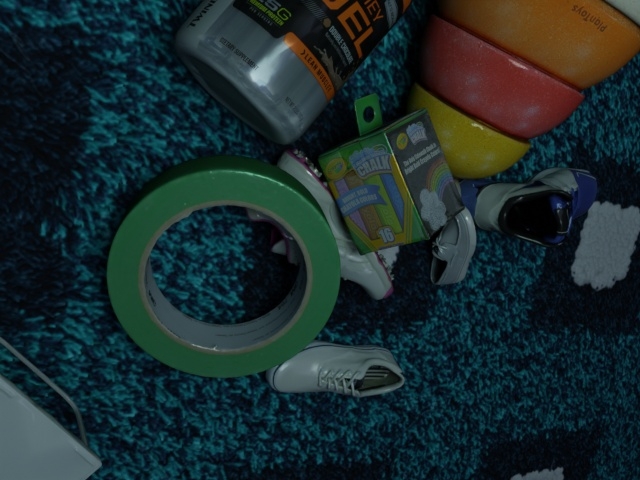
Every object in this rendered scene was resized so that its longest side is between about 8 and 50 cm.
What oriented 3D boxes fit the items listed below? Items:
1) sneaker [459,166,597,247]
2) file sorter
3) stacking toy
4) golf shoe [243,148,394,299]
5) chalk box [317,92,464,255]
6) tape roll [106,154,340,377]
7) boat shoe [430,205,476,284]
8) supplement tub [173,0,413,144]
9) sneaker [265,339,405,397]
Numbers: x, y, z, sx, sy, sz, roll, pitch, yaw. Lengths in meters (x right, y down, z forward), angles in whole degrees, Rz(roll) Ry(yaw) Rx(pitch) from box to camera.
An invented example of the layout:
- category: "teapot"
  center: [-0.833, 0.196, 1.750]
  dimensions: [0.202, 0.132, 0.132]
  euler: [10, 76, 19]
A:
- category: "sneaker"
  center: [0.416, -0.052, 1.125]
  dimensions: [0.315, 0.182, 0.127]
  euler: [-8, 111, -25]
- category: "file sorter"
  center: [-0.464, 0.282, 0.773]
  dimensions: [0.277, 0.173, 0.193]
  euler: [-40, 119, -11]
- category: "stacking toy"
  center: [0.243, -0.222, 0.958]
  dimensions: [0.350, 0.350, 0.480]
  euler: [17, 115, -31]
- category: "golf shoe"
  center: [0.000, 0.000, 0.977]
  dimensions: [0.140, 0.115, 0.306]
  euler: [-39, 114, 1]
- category: "chalk box"
  center: [0.096, -0.107, 0.898]
  dimensions: [0.132, 0.132, 0.213]
  euler: [-33, 103, -46]
- category: "tape roll"
  center: [-0.134, 0.042, 0.871]
  dimensions: [0.321, 0.077, 0.321]
  euler: [-4, 114, -8]
- category: "boat shoe"
  center: [0.231, 0.014, 1.097]
  dimensions: [0.063, 0.066, 0.184]
  euler: [-16, 145, -13]
- category: "supplement tub"
  center: [-0.013, -0.313, 0.801]
  dimensions: [0.207, 0.207, 0.338]
  euler: [41, 85, -31]
- category: "sneaker"
  center: [0.034, 0.229, 1.065]
  dimensions: [0.258, 0.091, 0.094]
  euler: [-1, 106, -28]
